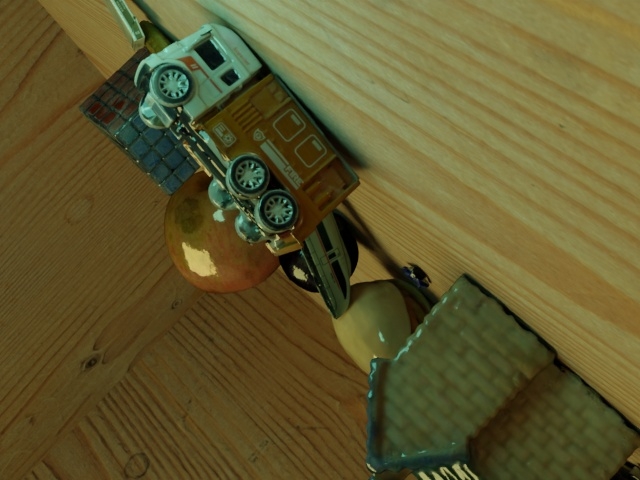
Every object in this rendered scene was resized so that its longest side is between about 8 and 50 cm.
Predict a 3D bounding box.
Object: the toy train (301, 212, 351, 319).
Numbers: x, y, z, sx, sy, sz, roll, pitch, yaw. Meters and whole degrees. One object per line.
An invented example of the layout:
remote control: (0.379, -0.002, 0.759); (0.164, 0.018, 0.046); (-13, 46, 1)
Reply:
toy train: (0.000, 0.000, 1.897); (0.086, 0.088, 0.407); (46, 163, 51)

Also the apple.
apple: (-0.267, -0.037, 2.514); (0.364, 0.364, 0.364); (43, 173, 7)

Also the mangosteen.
mangosteen: (-0.004, 0.007, 2.071); (0.194, 0.194, 0.230); (36, 135, 46)

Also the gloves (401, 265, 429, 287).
gloves: (0.198, 0.077, 1.870); (0.064, 0.026, 0.086); (43, 173, -5)

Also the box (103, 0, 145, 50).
box: (-0.425, -0.492, 1.864); (0.198, 0.029, 0.109); (59, 170, -7)

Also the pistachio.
pistachio: (0.144, 0.202, 2.039); (0.309, 0.230, 0.230); (51, 179, 43)

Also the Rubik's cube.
Rubik's cube: (-0.391, -0.290, 2.169); (0.238, 0.237, 0.237); (36, 168, 49)

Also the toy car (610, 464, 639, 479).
toy car: (0.598, 0.501, 1.810); (0.124, 0.101, 0.257); (41, 175, -13)

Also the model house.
model house: (0.278, 0.369, 1.663); (0.445, 0.400, 0.395); (42, 170, 12)

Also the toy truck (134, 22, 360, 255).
toy truck: (-0.122, -0.175, 1.500); (0.387, 0.207, 0.173); (51, 161, -7)

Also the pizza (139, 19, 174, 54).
pizza: (-0.294, -0.354, 1.948); (0.292, 0.058, 0.197); (53, 178, 11)
